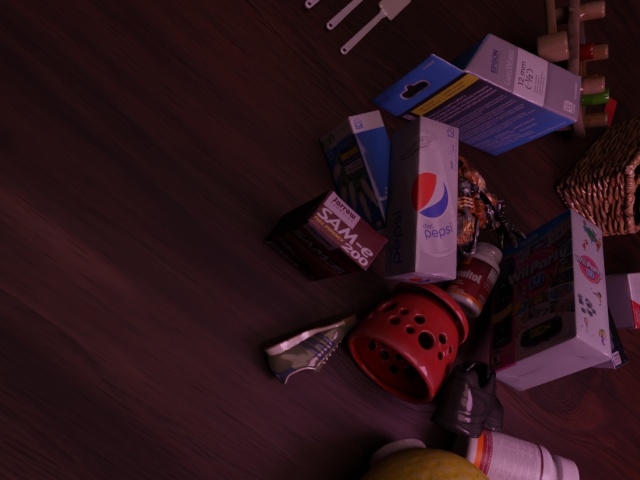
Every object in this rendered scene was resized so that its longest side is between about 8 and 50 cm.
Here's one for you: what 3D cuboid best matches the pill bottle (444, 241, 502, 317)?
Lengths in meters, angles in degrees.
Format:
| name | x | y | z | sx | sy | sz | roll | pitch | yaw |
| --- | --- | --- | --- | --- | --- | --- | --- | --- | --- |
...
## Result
| name | x | y | z | sx | sy | sz | roll | pitch | yaw |
| --- | --- | --- | --- | --- | --- | --- | --- | --- | --- |
| pill bottle | 0.329 | 0.082 | 1.214 | 0.086 | 0.086 | 0.152 | 37 | 69 | -13 |

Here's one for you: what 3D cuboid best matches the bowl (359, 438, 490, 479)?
| name | x | y | z | sx | sy | sz | roll | pitch | yaw |
| --- | --- | --- | --- | --- | --- | --- | --- | --- | --- |
| bowl | 0.166 | 0.459 | 1.028 | 0.289 | 0.290 | 0.156 | 6 | 36 | -22 |

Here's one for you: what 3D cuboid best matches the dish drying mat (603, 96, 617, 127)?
| name | x | y | z | sx | sy | sz | roll | pitch | yaw |
| --- | --- | --- | --- | --- | --- | --- | --- | --- | --- |
| dish drying mat | 0.767 | -0.341 | 1.510 | 0.032 | 0.008 | 0.083 | 29 | 73 | -16 |

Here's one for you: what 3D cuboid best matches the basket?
| name | x | y | z | sx | sy | sz | roll | pitch | yaw |
| --- | --- | --- | --- | --- | --- | --- | --- | --- | --- |
| basket | 0.769 | -0.153 | 1.364 | 0.299 | 0.223 | 0.213 | -43 | 99 | -24 |

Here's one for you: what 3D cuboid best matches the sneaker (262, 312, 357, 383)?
| name | x | y | z | sx | sy | sz | roll | pitch | yaw |
| --- | --- | --- | --- | --- | --- | --- | --- | --- | --- |
| sneaker | -0.011 | 0.205 | 1.067 | 0.192 | 0.064 | 0.086 | -18 | 95 | -23 |

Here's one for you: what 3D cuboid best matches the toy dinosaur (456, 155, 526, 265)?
| name | x | y | z | sx | sy | sz | roll | pitch | yaw |
| --- | --- | --- | --- | --- | --- | --- | --- | --- | --- |
| toy dinosaur | 0.304 | -0.079 | 1.156 | 0.218 | 0.164 | 0.322 | 55 | 49 | -29 |

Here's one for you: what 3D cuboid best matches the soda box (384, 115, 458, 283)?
| name | x | y | z | sx | sy | sz | roll | pitch | yaw |
| --- | --- | --- | --- | --- | --- | --- | --- | --- | --- |
| soda box | 0.183 | -0.070 | 1.025 | 0.091 | 0.098 | 0.286 | 11 | 76 | -26 |

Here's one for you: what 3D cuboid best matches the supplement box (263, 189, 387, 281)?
| name | x | y | z | sx | sy | sz | roll | pitch | yaw |
| --- | --- | --- | --- | --- | --- | --- | --- | --- | --- |
| supplement box | 0.000 | 0.000 | 1.003 | 0.130 | 0.239 | 0.073 | 41 | 69 | -12 |

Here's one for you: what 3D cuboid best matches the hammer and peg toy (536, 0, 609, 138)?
| name | x | y | z | sx | sy | sz | roll | pitch | yaw |
| --- | --- | --- | --- | --- | --- | --- | --- | --- | --- |
| hammer and peg toy | 0.581 | -0.420 | 1.285 | 0.361 | 0.127 | 0.266 | 28 | 65 | -58 |

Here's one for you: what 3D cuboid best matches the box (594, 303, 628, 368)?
| name | x | y | z | sx | sy | sz | roll | pitch | yaw |
| --- | --- | --- | --- | --- | --- | --- | --- | --- | --- |
| box | 0.564 | 0.163 | 1.259 | 0.044 | 0.159 | 0.233 | -18 | 89 | -22 |

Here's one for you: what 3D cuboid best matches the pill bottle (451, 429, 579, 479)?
| name | x | y | z | sx | sy | sz | roll | pitch | yaw |
| --- | --- | --- | --- | --- | --- | --- | --- | --- | --- |
| pill bottle | 0.379 | 0.450 | 1.121 | 0.221 | 0.121 | 0.121 | 17 | 74 | 2 |

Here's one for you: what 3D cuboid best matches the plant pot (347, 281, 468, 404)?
| name | x | y | z | sx | sy | sz | roll | pitch | yaw |
| --- | --- | --- | --- | --- | --- | --- | --- | --- | --- |
| plant pot | 0.176 | 0.186 | 1.079 | 0.174 | 0.191 | 0.191 | -43 | 99 | -29 |

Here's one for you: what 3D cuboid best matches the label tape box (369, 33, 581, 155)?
| name | x | y | z | sx | sy | sz | roll | pitch | yaw |
| --- | --- | --- | --- | --- | --- | --- | --- | --- | --- |
| label tape box | 0.316 | -0.310 | 1.182 | 0.347 | 0.249 | 0.115 | 18 | 75 | -19 |

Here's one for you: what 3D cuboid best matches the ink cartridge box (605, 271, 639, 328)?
| name | x | y | z | sx | sy | sz | roll | pitch | yaw |
| --- | --- | --- | --- | --- | --- | --- | --- | --- | --- |
| ink cartridge box | 0.753 | 0.141 | 1.360 | 0.176 | 0.127 | 0.128 | -2 | 81 | -23 |

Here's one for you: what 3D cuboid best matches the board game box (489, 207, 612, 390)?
| name | x | y | z | sx | sy | sz | roll | pitch | yaw |
| --- | --- | --- | --- | --- | --- | --- | --- | --- | --- |
| board game box | 0.450 | 0.119 | 1.137 | 0.097 | 0.224 | 0.303 | 30 | 50 | -14 |

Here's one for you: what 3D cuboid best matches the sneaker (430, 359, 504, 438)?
| name | x | y | z | sx | sy | sz | roll | pitch | yaw |
| --- | --- | --- | --- | --- | --- | --- | --- | --- | --- |
| sneaker | 0.301 | 0.295 | 1.087 | 0.286 | 0.109 | 0.130 | 23 | 81 | -64 |

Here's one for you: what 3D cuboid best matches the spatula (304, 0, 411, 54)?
| name | x | y | z | sx | sy | sz | roll | pitch | yaw |
| --- | --- | --- | --- | --- | --- | --- | --- | --- | --- |
| spatula | 0.078 | -0.529 | 1.248 | 0.168 | 0.019 | 0.242 | 49 | 68 | -15 |

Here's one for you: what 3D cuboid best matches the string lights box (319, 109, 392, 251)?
| name | x | y | z | sx | sy | sz | roll | pitch | yaw |
| --- | --- | --- | --- | --- | --- | --- | --- | --- | --- |
| string lights box | 0.097 | -0.107 | 1.120 | 0.076 | 0.133 | 0.260 | -18 | 89 | -27 |
